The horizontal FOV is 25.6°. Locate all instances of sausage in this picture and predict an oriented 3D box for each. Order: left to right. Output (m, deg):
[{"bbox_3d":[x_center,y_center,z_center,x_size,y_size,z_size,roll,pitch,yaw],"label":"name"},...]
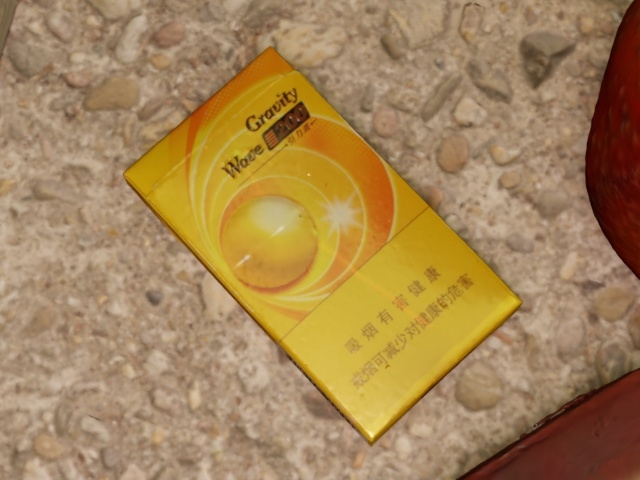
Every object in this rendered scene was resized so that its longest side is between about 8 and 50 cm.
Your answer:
[{"bbox_3d":[0.174,0.187,0.919,0.280,0.152,0.152,-33,77,-7],"label":"sausage"}]

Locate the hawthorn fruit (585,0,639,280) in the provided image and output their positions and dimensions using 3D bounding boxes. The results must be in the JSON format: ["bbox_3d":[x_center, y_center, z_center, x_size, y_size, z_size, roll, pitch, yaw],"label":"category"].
[{"bbox_3d":[0.309,-0.079,0.938,0.275,0.275,0.299,-2,65,0],"label":"hawthorn fruit"}]

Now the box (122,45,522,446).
[{"bbox_3d":[0.000,0.000,1.026,0.152,0.043,0.269,-42,79,-10],"label":"box"}]

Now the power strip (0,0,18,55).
[{"bbox_3d":[-0.268,-0.177,1.048,0.058,0.098,0.338,12,75,7],"label":"power strip"}]
